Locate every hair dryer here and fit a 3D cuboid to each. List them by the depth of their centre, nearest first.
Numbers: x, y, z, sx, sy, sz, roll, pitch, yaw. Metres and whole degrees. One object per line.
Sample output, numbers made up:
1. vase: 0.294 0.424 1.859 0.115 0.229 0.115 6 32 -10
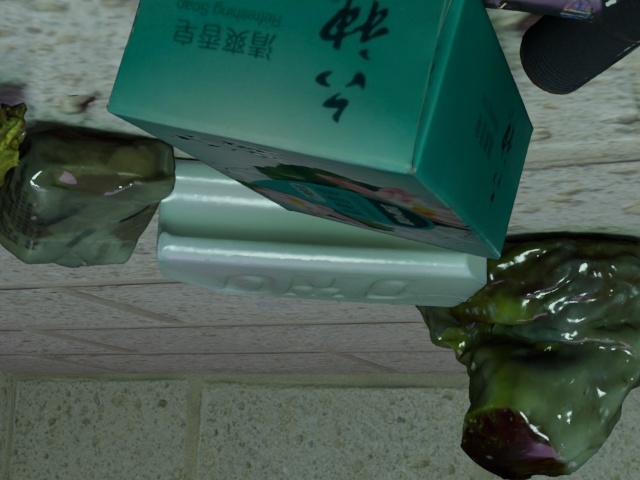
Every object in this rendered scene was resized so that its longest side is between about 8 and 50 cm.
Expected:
1. hair dryer: 0.081 -0.131 0.444 0.195 0.050 0.173 9 164 -14

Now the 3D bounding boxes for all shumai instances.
1. shumai: 0.265 0.144 1.101 0.304 0.263 0.309 12 164 -28

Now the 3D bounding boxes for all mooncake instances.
1. mooncake: -0.194 -0.040 0.777 0.130 0.073 0.125 0 145 -39

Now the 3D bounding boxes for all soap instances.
1. soap: 0.000 0.000 0.893 0.289 0.095 0.173 4 166 -5

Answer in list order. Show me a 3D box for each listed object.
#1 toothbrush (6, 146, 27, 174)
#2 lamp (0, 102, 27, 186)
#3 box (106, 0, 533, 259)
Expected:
1. toothbrush: -0.369 -0.096 0.679 0.042 0.035 0.413 6 172 42
2. lamp: -0.288 -0.045 0.636 0.156 0.135 0.157 7 152 -43
3. box: 0.018 -0.065 0.518 0.153 0.092 0.245 14 176 21
